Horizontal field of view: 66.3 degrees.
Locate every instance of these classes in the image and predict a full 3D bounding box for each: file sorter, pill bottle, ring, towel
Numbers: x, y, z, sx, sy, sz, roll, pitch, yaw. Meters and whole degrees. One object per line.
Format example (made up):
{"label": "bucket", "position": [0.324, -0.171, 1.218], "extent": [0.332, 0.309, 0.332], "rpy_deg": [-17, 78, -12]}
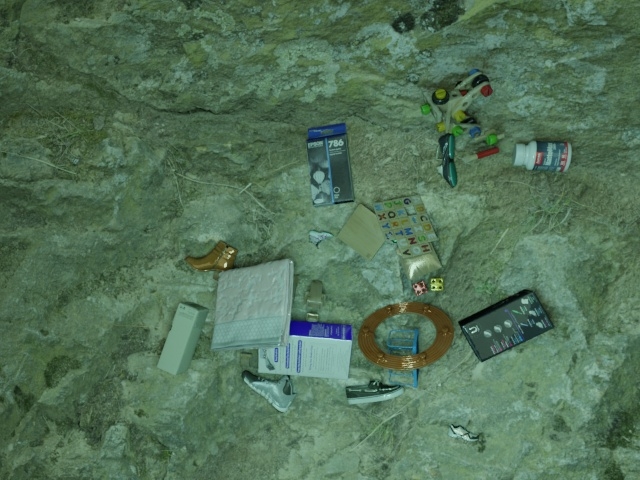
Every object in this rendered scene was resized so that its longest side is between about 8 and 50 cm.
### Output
{"label": "file sorter", "position": [0.299, 0.421, 1.766], "extent": [0.105, 0.118, 0.170], "rpy_deg": [1, 111, 15]}
{"label": "pill bottle", "position": [0.792, -0.304, 1.760], "extent": [0.180, 0.108, 0.107], "rpy_deg": [4, 86, 12]}
{"label": "ring", "position": [0.295, 0.321, 1.720], "extent": [0.337, 0.336, 0.032], "rpy_deg": [-7, 122, 11]}
{"label": "towel", "position": [-0.250, 0.234, 1.764], "extent": [0.332, 0.053, 0.316], "rpy_deg": [-11, 62, 28]}

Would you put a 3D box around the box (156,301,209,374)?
{"label": "box", "position": [-0.552, 0.391, 1.973], "extent": [0.094, 0.113, 0.275], "rpy_deg": [20, 88, 13]}

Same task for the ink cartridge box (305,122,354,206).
{"label": "ink cartridge box", "position": [0.035, -0.305, 1.936], "extent": [0.166, 0.065, 0.332], "rpy_deg": [-8, 83, 11]}

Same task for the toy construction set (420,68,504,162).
{"label": "toy construction set", "position": [0.479, -0.423, 1.737], "extent": [0.237, 0.257, 0.308], "rpy_deg": [-20, 83, -9]}

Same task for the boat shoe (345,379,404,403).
{"label": "boat shoe", "position": [0.200, 0.558, 1.825], "extent": [0.220, 0.078, 0.070], "rpy_deg": [-13, 84, 12]}

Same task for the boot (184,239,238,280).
{"label": "boot", "position": [-0.442, 0.066, 1.998], "extent": [0.197, 0.073, 0.152], "rpy_deg": [25, 92, 0]}

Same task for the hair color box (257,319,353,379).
{"label": "hair color box", "position": [-0.057, 0.400, 1.811], "extent": [0.339, 0.110, 0.185], "rpy_deg": [4, 116, 0]}

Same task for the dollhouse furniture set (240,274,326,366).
{"label": "dollhouse furniture set", "position": [-0.149, 0.325, 1.934], "extent": [0.304, 0.173, 0.355], "rpy_deg": [8, 116, 0]}

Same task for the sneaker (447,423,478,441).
{"label": "sneaker", "position": [0.517, 0.695, 1.769], "extent": [0.109, 0.040, 0.043], "rpy_deg": [8, 85, 11]}

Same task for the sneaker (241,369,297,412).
{"label": "sneaker", "position": [-0.187, 0.550, 1.908], "extent": [0.229, 0.086, 0.132], "rpy_deg": [39, 89, 2]}

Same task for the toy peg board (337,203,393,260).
{"label": "toy peg board", "position": [0.181, -0.035, 1.887], "extent": [0.161, 0.079, 0.160], "rpy_deg": [38, 109, 11]}

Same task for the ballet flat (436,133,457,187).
{"label": "ballet flat", "position": [0.474, -0.298, 1.849], "extent": [0.074, 0.074, 0.203], "rpy_deg": [-4, 91, 11]}

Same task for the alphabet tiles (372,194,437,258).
{"label": "alphabet tiles", "position": [0.320, -0.051, 1.818], "extent": [0.198, 0.009, 0.237], "rpy_deg": [-12, 69, -16]}

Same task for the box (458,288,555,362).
{"label": "box", "position": [0.640, 0.294, 1.712], "extent": [0.270, 0.165, 0.143], "rpy_deg": [-29, 81, 7]}

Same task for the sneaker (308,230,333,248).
{"label": "sneaker", "position": [0.000, 0.000, 1.932], "extent": [0.098, 0.038, 0.069], "rpy_deg": [7, 88, 21]}

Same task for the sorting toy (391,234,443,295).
{"label": "sorting toy", "position": [0.372, 0.076, 1.844], "extent": [0.132, 0.046, 0.274], "rpy_deg": [-24, 81, 8]}
